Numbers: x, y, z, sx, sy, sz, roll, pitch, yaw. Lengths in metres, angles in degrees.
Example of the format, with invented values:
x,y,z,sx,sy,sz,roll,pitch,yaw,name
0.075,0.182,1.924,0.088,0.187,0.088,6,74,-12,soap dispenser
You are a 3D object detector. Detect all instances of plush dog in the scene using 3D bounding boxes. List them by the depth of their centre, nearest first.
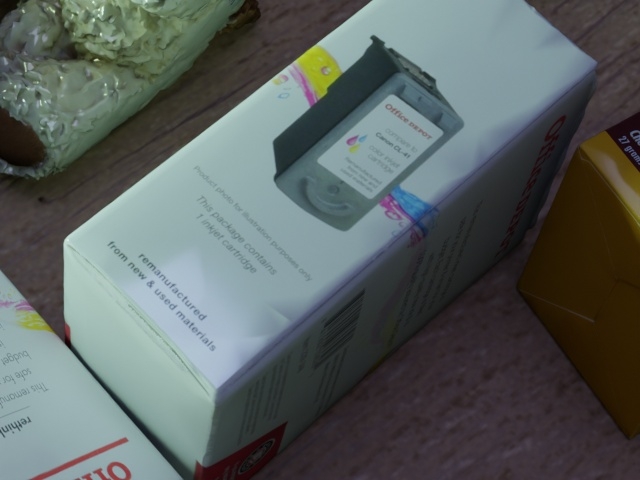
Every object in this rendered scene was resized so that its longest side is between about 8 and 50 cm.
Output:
x,y,z,sx,sy,sz,roll,pitch,yaw,name
-0.163,-0.206,1.173,0.225,0.262,0.210,45,34,7,plush dog

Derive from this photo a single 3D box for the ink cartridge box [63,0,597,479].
x,y,z,sx,sy,sz,roll,pitch,yaw,name
0.000,0.000,1.056,0.131,0.226,0.306,43,65,14,ink cartridge box

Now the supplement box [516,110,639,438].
x,y,z,sx,sy,sz,roll,pitch,yaw,name
0.252,-0.007,1.102,0.194,0.191,0.129,-28,69,-19,supplement box

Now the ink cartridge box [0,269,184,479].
x,y,z,sx,sy,sz,roll,pitch,yaw,name
-0.221,0.121,0.958,0.353,0.119,0.207,47,31,16,ink cartridge box
